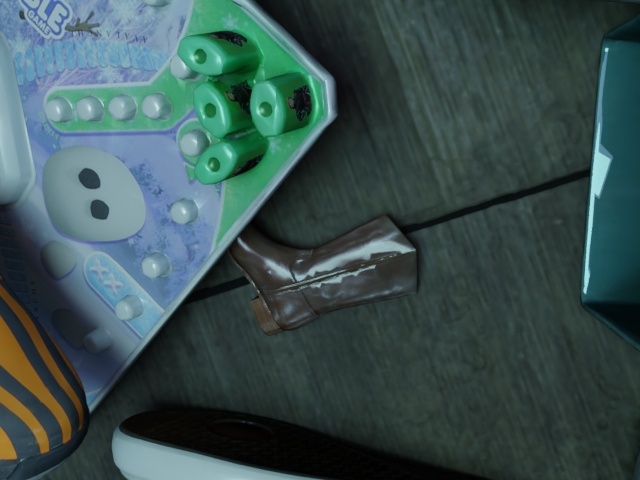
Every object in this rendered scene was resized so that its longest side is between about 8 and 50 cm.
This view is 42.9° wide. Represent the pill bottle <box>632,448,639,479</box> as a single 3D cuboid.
[{"bbox_3d":[0.329,0.175,0.396,0.323,0.181,0.181,7,96,11],"label":"pill bottle"}]

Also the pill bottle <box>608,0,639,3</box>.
[{"bbox_3d":[0.131,-0.179,0.376,0.229,0.131,0.131,-5,95,-30],"label":"pill bottle"}]

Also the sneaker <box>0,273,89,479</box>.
[{"bbox_3d":[-0.232,-0.024,0.416,0.321,0.124,0.180,37,118,9],"label":"sneaker"}]

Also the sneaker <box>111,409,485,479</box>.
[{"bbox_3d":[-0.002,0.192,0.504,0.290,0.106,0.123,15,95,9],"label":"sneaker"}]

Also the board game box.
[{"bbox_3d":[-0.244,-0.076,0.504,0.390,0.050,0.390,45,119,5],"label":"board game box"}]

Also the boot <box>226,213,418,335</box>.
[{"bbox_3d":[0.000,0.000,0.523,0.114,0.037,0.106,-20,104,16],"label":"boot"}]

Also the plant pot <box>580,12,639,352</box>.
[{"bbox_3d":[0.272,-0.025,0.405,0.235,0.165,0.165,4,96,5],"label":"plant pot"}]
